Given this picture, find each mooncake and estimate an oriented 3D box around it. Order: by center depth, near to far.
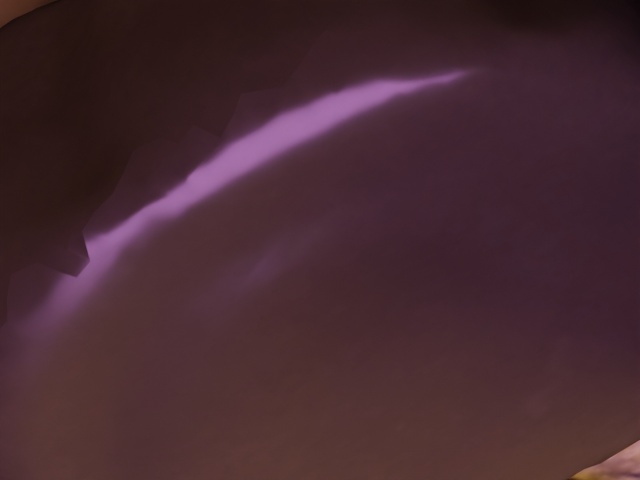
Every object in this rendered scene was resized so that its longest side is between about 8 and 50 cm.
[{"bbox_3d":[0.000,0.000,0.552,0.275,0.135,0.275,-13,139,-11],"label":"mooncake"}]
